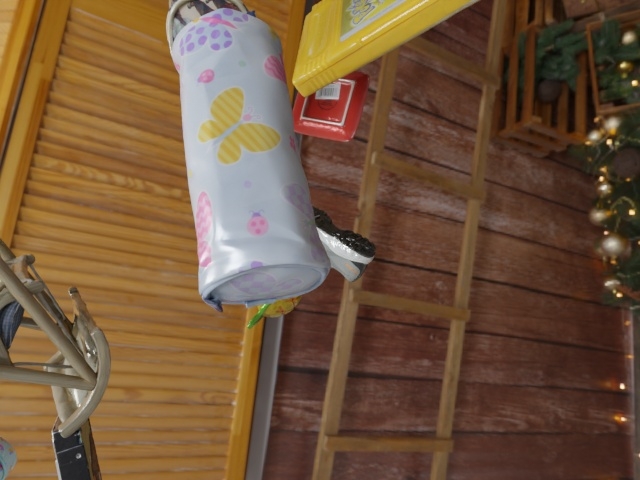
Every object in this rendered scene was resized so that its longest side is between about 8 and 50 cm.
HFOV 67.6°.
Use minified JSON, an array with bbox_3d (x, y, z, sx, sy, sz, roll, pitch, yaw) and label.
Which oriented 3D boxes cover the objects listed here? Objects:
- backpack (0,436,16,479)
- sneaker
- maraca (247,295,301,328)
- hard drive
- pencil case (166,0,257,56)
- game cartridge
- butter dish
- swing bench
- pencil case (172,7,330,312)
[{"bbox_3d":[-0.820,0.519,1.101,0.188,0.166,0.144,49,166,-16],"label":"backpack"},{"bbox_3d":[0.000,0.000,1.134,0.271,0.108,0.100,36,-148,27],"label":"sneaker"},{"bbox_3d":[-0.110,0.141,1.153,0.099,0.186,0.127,43,-171,9],"label":"maraca"},{"bbox_3d":[-0.553,0.570,1.116,0.064,0.339,0.237,-11,-179,-24],"label":"hard drive"},{"bbox_3d":[-0.225,-0.443,0.962,0.159,0.184,0.410,4,-149,-19],"label":"pencil case"},{"bbox_3d":[0.102,-0.411,0.826,0.323,0.286,0.053,-21,133,26],"label":"game cartridge"},{"bbox_3d":[0.031,-0.297,1.086,0.160,0.160,0.118,15,178,20],"label":"butter dish"},{"bbox_3d":[-0.459,0.134,0.751,0.253,0.165,0.255,18,156,52],"label":"swing bench"},{"bbox_3d":[-0.069,-0.075,0.451,0.113,0.273,0.124,-12,163,-2],"label":"pencil case"}]
